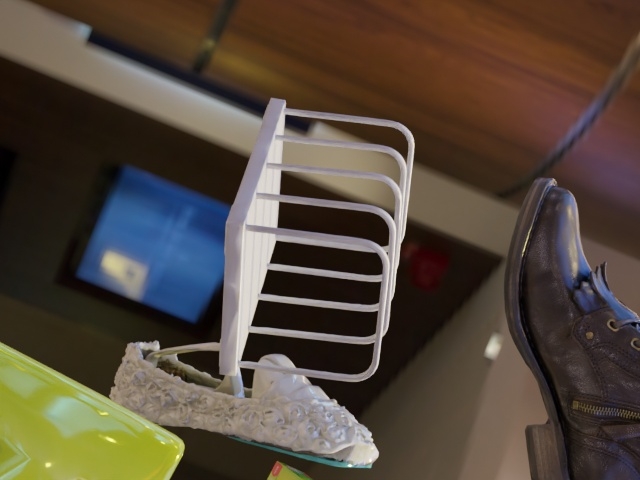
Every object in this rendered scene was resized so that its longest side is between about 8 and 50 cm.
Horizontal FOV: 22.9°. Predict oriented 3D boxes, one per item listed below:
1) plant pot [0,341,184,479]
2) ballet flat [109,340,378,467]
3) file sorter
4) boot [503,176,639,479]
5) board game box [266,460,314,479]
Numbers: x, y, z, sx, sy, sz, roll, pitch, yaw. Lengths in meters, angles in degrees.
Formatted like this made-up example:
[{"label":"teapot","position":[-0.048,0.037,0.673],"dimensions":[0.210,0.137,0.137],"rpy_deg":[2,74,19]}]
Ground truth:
[{"label":"plant pot","position":[-0.251,0.155,0.926],"dimensions":[0.228,0.227,0.207],"rpy_deg":[-3,-120,63]},{"label":"ballet flat","position":[-0.111,0.205,2.077],"dimensions":[0.147,0.409,0.147],"rpy_deg":[-21,114,-58]},{"label":"file sorter","position":[0.000,0.000,1.726],"dimensions":[0.277,0.173,0.192],"rpy_deg":[-75,171,-57]},{"label":"boot","position":[0.250,0.078,1.054],"dimensions":[0.091,0.229,0.263],"rpy_deg":[-28,111,-64]},{"label":"board game box","position":[-0.015,0.318,1.734],"dimensions":[0.092,0.043,0.181],"rpy_deg":[-62,-151,-2]}]
